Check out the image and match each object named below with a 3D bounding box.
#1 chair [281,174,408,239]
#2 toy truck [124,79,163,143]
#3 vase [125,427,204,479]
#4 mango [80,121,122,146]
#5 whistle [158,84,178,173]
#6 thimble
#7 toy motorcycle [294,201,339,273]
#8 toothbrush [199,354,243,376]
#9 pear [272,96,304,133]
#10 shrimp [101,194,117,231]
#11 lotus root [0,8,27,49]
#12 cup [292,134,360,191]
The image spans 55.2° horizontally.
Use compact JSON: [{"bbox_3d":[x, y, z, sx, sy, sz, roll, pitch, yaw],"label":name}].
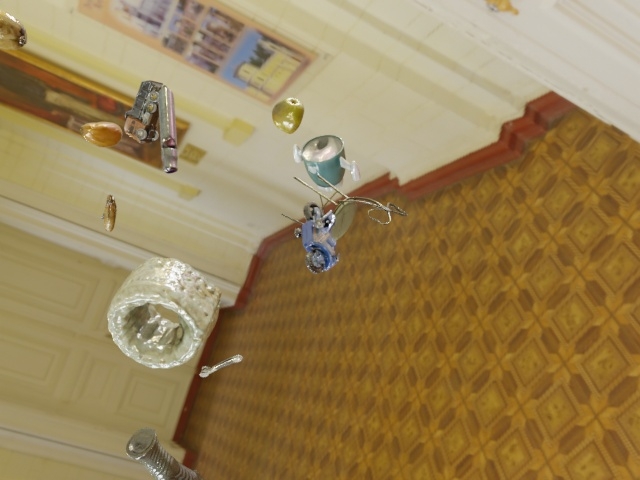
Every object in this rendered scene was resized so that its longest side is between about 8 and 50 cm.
[{"bbox_3d":[0.063,-0.071,1.765,0.160,0.326,0.170,-13,-51,-57],"label":"chair"},{"bbox_3d":[-0.538,-0.401,1.903,0.192,0.092,0.083,-66,-12,13],"label":"toy truck"},{"bbox_3d":[-0.372,0.544,1.459,0.115,0.237,0.115,-15,39,12],"label":"vase"},{"bbox_3d":[-0.719,-0.349,2.025,0.159,0.105,0.084,-46,-46,-71],"label":"mango"},{"bbox_3d":[-0.295,-0.215,1.188,0.033,0.033,0.176,-31,63,59],"label":"whistle"},{"bbox_3d":[-0.434,0.207,1.736,0.291,0.291,0.195,-56,9,29],"label":"thimble"},{"bbox_3d":[0.000,0.000,1.527,0.076,0.114,0.205,-26,51,33],"label":"toy motorcycle"},{"bbox_3d":[-0.269,0.336,1.646,0.288,0.024,0.026,-33,34,55],"label":"toothbrush"},{"bbox_3d":[-0.134,-0.492,2.391,0.141,0.104,0.141,-44,37,46],"label":"pear"},{"bbox_3d":[-0.685,-0.099,2.023,0.095,0.045,0.162,-69,-2,-51],"label":"shrimp"},{"bbox_3d":[-1.014,-0.656,1.878,0.118,0.221,0.125,-97,26,-55],"label":"lotus root"},{"bbox_3d":[0.022,-0.281,2.299,0.300,0.173,0.167,21,56,31],"label":"cup"}]
